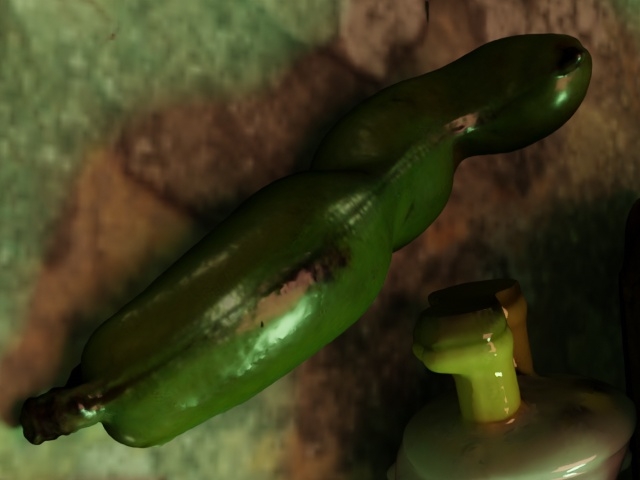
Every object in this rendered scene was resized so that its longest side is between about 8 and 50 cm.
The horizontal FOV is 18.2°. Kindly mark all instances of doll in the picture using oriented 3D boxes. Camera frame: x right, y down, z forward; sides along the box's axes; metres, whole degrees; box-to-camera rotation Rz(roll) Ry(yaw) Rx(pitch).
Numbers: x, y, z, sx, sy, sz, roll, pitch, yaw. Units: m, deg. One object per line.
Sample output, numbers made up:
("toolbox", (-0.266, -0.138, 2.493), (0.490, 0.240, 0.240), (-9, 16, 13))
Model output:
("doll", (0.066, 0.114, 0.639), (0.129, 0.081, 0.207), (-55, 139, -71))

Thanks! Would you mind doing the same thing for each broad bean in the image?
("broad bean", (0.000, 0.000, 0.585), (0.214, 0.070, 0.048), (-39, 100, -28))

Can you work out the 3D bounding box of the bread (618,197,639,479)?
("bread", (0.158, 0.075, 0.661), (0.192, 0.110, 0.209), (-83, 168, -86))
